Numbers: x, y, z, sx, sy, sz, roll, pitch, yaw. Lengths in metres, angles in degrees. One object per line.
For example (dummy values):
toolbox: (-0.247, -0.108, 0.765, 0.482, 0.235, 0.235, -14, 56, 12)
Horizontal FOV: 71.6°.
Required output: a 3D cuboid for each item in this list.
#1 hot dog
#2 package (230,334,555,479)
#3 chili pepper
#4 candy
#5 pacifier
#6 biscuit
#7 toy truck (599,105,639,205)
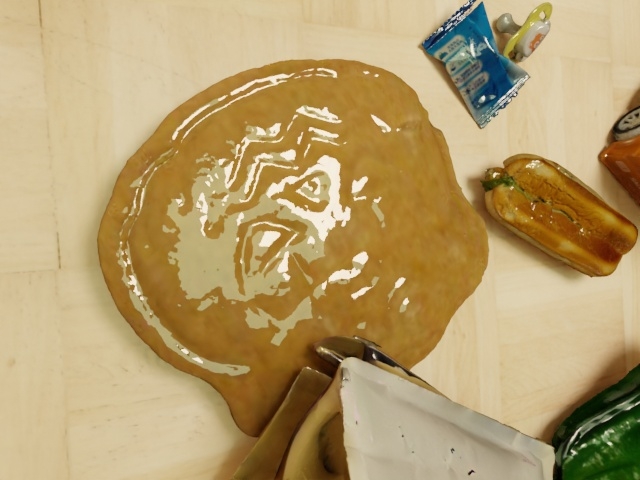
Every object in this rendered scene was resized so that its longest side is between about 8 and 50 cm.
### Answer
hot dog: (0.307, -0.035, 0.583, 0.250, 0.076, 0.104, 25, 100, -17)
package: (0.095, 0.229, 0.433, 0.311, 0.221, 0.165, 30, 48, -25)
chili pepper: (0.436, 0.292, 0.582, 0.385, 0.213, 0.167, -48, 152, 4)
candy: (0.198, -0.219, 0.551, 0.088, 0.038, 0.136, -43, 107, 4)
pacifier: (0.259, -0.272, 0.576, 0.064, 0.083, 0.068, 49, 29, 23)
biscuit: (0.001, 0.000, 0.460, 0.385, 0.062, 0.365, -36, 103, -18)
toy truck: (0.608, -0.198, 0.587, 0.173, 0.207, 0.387, 41, 95, -13)
